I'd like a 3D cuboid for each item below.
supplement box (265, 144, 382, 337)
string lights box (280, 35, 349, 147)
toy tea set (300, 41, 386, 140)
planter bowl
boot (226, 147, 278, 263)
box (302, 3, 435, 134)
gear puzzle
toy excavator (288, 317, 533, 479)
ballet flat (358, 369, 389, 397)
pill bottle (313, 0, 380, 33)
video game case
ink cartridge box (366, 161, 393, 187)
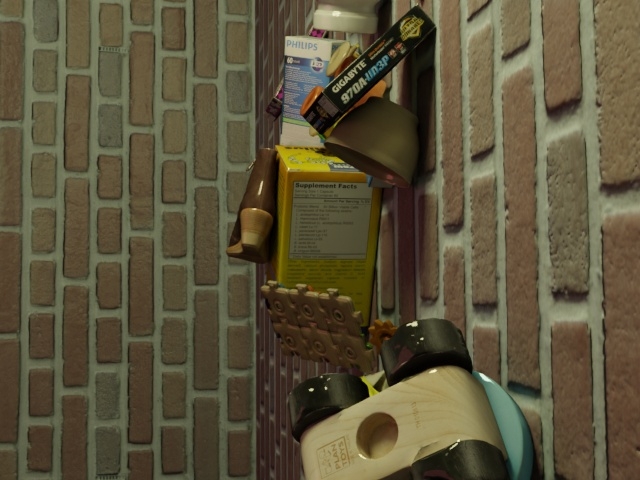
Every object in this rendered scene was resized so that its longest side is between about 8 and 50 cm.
[{"bbox_3d":[0.000,0.000,1.831,0.195,0.194,0.357,-118,31,-67],"label":"supplement box"},{"bbox_3d":[-0.016,-0.333,2.053,0.133,0.076,0.260,16,111,33],"label":"string lights box"},{"bbox_3d":[0.066,-0.277,1.821,0.200,0.124,0.336,-55,19,14],"label":"toy tea set"},{"bbox_3d":[0.101,-0.173,1.495,0.109,0.162,0.162,-63,11,-4],"label":"planter bowl"},{"bbox_3d":[-0.128,-0.066,1.839,0.248,0.090,0.207,133,149,-75],"label":"boot"},{"bbox_3d":[0.077,-0.279,1.479,0.051,0.220,0.175,47,169,-4],"label":"box"},{"bbox_3d":[0.033,0.155,1.644,0.339,0.044,0.176,4,120,44],"label":"gear puzzle"},{"bbox_3d":[0.113,0.361,1.190,0.445,0.433,0.222,42,-155,-43],"label":"toy excavator"},{"bbox_3d":[0.118,0.274,1.582,0.077,0.077,0.231,-67,17,5],"label":"ballet flat"},{"bbox_3d":[0.055,-0.529,1.684,0.153,0.153,0.265,-123,34,-70],"label":"pill bottle"},{"bbox_3d":[-0.067,-0.433,2.303,0.232,0.041,0.210,-62,8,-8],"label":"video game case"},{"bbox_3d":[0.111,-0.171,1.643,0.088,0.052,0.122,107,161,-55],"label":"ink cartridge box"}]
